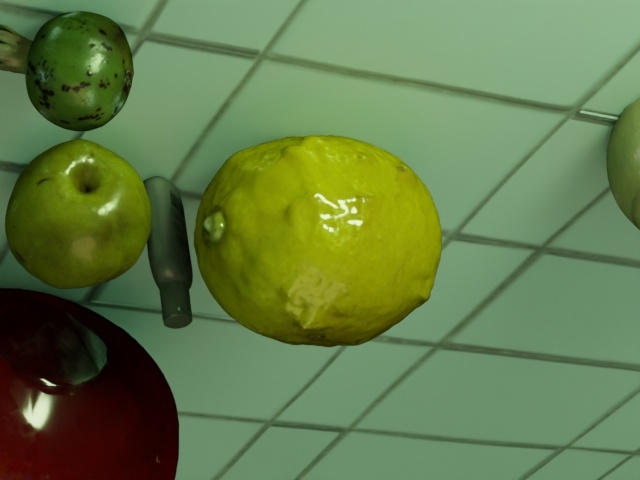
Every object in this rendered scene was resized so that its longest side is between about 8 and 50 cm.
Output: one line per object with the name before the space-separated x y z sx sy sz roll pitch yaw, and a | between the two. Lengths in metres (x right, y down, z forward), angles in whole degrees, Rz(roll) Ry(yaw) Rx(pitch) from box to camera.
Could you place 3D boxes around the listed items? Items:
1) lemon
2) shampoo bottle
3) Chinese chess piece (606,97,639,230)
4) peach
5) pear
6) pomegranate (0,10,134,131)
lemon | 0.000 0.000 1.863 0.288 0.233 0.233 10 144 -33
shampoo bottle | -0.160 0.016 1.899 0.040 0.165 0.080 -14 149 7
Chinese chess piece | 0.440 -0.090 1.962 0.251 0.097 0.251 -8 149 -5
peach | -0.344 0.218 2.027 0.406 0.335 0.310 15 124 -27
pear | -0.248 -0.021 1.835 0.149 0.149 0.162 0 143 -16
pomegranate | -0.242 -0.162 1.654 0.142 0.114 0.114 15 148 5
